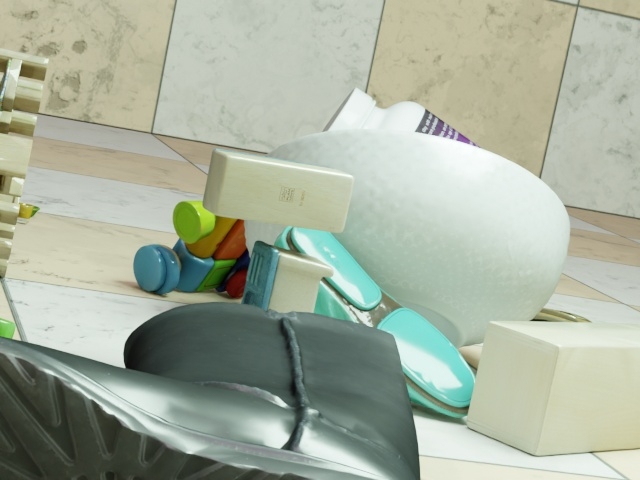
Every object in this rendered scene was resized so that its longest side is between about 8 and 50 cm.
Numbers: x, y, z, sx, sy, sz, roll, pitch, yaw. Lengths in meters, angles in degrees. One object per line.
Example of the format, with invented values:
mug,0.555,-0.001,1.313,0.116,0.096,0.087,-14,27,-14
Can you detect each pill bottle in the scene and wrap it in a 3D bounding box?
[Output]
pill bottle,0.142,-0.054,2.026,0.323,0.181,0.181,35,6,-5

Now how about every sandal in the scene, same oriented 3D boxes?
sandal,0.254,0.106,1.915,0.180,0.049,0.072,-1,-9,44

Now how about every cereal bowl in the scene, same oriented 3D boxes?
cereal bowl,0.081,0.026,1.626,0.338,0.141,0.339,8,-26,4

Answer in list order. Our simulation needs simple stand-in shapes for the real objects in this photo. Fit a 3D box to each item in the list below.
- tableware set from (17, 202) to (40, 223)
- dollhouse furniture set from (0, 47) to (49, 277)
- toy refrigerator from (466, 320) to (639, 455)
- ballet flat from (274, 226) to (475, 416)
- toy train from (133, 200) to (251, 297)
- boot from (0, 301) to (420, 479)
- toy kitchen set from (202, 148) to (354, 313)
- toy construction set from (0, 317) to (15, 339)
tableware set,-0.451,-0.052,2.091,0.154,0.024,0.104,11,7,-4
dollhouse furniture set,-0.397,-0.076,1.688,0.161,0.212,0.242,12,-19,-11
toy refrigerator,0.260,0.134,1.485,0.269,0.102,0.094,3,11,-45
ballet flat,0.044,0.088,1.490,0.247,0.087,0.083,44,42,12
toy train,-0.101,-0.034,1.752,0.143,0.248,0.105,-11,58,-47
boot,-0.109,0.102,0.980,0.367,0.146,0.445,21,11,-5
toy kitchen set,-0.076,0.021,1.416,0.122,0.207,0.166,9,8,-25
toy construction set,-0.398,-0.050,1.234,0.308,0.237,0.257,15,-4,45
